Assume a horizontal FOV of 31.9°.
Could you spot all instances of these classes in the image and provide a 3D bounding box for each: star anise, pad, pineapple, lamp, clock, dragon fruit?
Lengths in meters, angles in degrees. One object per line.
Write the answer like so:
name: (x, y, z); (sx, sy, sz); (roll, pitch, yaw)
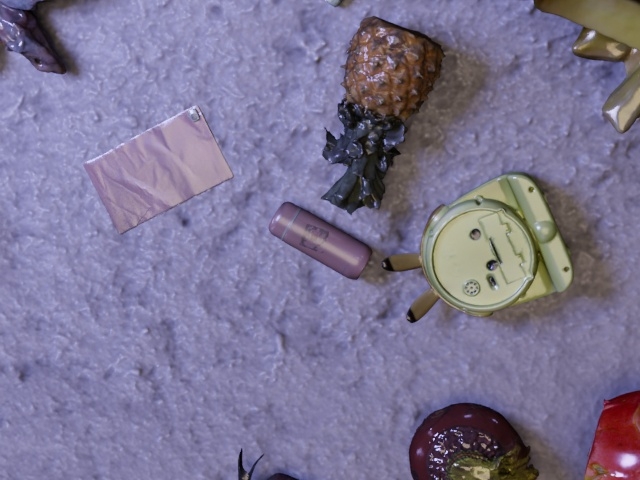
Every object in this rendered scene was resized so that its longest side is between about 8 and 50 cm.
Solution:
star anise: (-0.440, -0.319, 1.493); (0.257, 0.110, 0.198); (14, 101, 12)
pad: (-0.226, -0.097, 1.550); (0.188, 0.006, 0.113); (-25, 96, 12)
pineapple: (0.068, -0.157, 1.442); (0.128, 0.128, 0.248); (21, 106, 4)
lamp: (0.195, 0.297, 1.488); (0.157, 0.135, 0.156); (-34, 93, 14)
clock: (0.205, 0.023, 1.474); (0.232, 0.069, 0.170); (-25, 95, 12)
dragon fruit: (0.443, 0.298, 1.415); (0.227, 0.224, 0.224); (17, 102, 25)

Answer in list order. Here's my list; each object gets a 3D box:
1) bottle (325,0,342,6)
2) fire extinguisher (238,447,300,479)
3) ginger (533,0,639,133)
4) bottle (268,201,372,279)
bottle: (0.034, -0.345, 1.457); (0.030, 0.030, 0.083); (36, 103, 1)
fire extinguisher: (0.000, 0.376, 1.562); (0.268, 0.072, 0.089); (22, 107, 4)
ginger: (0.342, -0.344, 1.326); (0.358, 0.211, 0.413); (-7, 61, 4)
bottle: (0.000, 0.000, 1.509); (0.140, 0.053, 0.053); (30, 102, 3)
